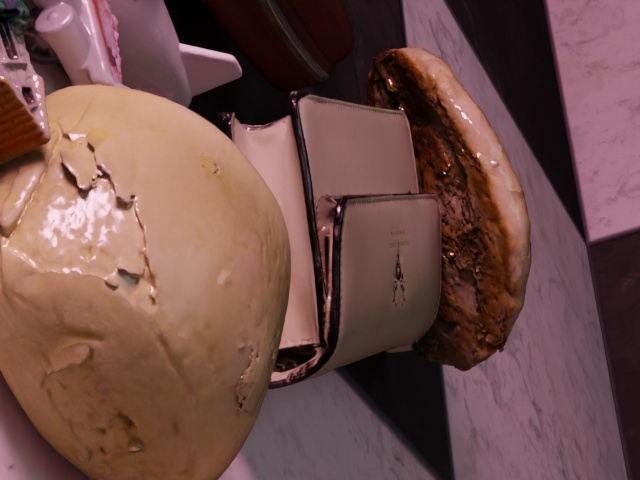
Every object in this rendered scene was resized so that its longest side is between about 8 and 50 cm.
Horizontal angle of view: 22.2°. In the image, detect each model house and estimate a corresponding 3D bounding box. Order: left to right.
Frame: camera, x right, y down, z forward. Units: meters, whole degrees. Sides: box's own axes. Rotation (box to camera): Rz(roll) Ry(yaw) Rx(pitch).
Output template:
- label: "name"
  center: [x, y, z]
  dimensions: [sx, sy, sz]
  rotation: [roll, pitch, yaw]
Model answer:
- label: "model house"
  center: [-0.226, -0.092, 1.011]
  dimensions: [0.100, 0.087, 0.100]
  rotation: [-13, 85, -68]

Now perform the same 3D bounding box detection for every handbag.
- label: "handbag"
  center: [0.000, 0.000, 1.474]
  dimensions: [0.358, 0.160, 0.237]
  rotation: [-5, 86, -72]

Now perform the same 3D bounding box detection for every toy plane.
- label: "toy plane"
  center: [-0.163, -0.186, 1.226]
  dimensions: [0.252, 0.118, 0.252]
  rotation: [-21, 90, -77]

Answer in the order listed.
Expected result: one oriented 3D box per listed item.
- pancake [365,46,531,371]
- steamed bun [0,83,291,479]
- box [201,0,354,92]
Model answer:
- label: "pancake"
  center: [0.118, -0.028, 1.704]
  dimensions: [0.356, 0.065, 0.356]
  rotation: [168, -90, -69]
- label: "steamed bun"
  center: [-0.110, 0.039, 1.102]
  dimensions: [0.232, 0.166, 0.273]
  rotation: [-83, 149, -55]
- label: "box"
  center: [-0.084, -0.282, 1.439]
  dimensions: [0.263, 0.108, 0.404]
  rotation: [61, 5, 20]
